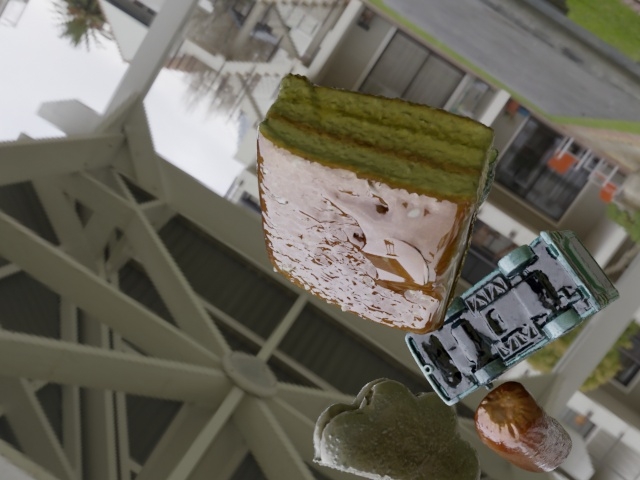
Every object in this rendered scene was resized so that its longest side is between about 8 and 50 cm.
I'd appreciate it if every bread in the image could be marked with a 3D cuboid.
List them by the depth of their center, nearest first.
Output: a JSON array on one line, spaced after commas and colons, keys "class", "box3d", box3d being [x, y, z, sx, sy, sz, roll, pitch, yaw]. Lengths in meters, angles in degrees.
[{"class": "bread", "box3d": [0.042, -0.018, 0.686, 0.184, 0.110, 0.234, 19, 153, 14]}, {"class": "bread", "box3d": [0.148, 0.348, 1.401, 0.338, 0.183, 0.102, 22, 165, -25]}]

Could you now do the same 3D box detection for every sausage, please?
[{"class": "sausage", "box3d": [0.279, 0.263, 1.071, 0.083, 0.089, 0.300, 47, -177, 36]}]

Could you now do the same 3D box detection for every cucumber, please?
[{"class": "cucumber", "box3d": [0.244, -0.083, 1.222, 0.067, 0.107, 0.035, -19, -137, -26]}]

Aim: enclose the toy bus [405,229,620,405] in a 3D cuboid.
[{"class": "toy bus", "box3d": [0.256, 0.104, 1.068, 0.147, 0.256, 0.128, -6, -120, -54]}]
